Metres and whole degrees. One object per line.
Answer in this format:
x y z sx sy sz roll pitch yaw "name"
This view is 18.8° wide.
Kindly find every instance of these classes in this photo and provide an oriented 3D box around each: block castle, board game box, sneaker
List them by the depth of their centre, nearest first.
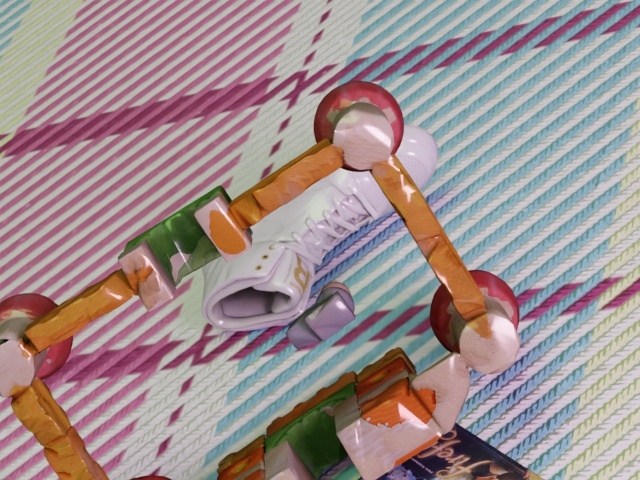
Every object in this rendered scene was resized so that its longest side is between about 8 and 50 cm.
0.114 0.252 1.671 0.165 0.042 0.243 -38 30 -15 "board game box"
-0.060 0.089 1.783 0.453 0.303 0.213 -33 7 3 "block castle"
0.000 0.000 2.042 0.292 0.108 0.169 -27 36 22 "sneaker"
